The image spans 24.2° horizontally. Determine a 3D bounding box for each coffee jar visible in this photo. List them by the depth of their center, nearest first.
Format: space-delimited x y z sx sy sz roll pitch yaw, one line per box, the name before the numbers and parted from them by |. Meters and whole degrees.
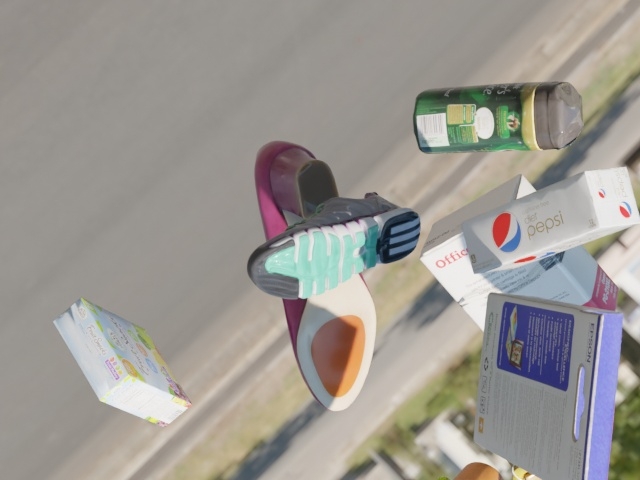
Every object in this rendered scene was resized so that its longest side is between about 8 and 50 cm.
coffee jar | 0.207 -0.142 1.724 0.184 0.079 0.096 0 -171 26

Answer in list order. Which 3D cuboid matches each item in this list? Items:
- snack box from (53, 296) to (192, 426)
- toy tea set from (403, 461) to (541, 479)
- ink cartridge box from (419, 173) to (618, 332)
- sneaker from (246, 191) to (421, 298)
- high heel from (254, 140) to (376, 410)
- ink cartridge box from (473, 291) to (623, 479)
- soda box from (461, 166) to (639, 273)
snack box | -0.319 0.200 2.423 0.070 0.174 0.207 -41 150 8
toy tea set | 0.215 0.385 1.933 0.336 0.200 0.124 -22 -160 42
ink cartridge box | 0.283 0.047 2.124 0.172 0.237 0.100 -31 -160 33
sneaker | 0.000 0.000 1.665 0.224 0.098 0.083 -14 124 -33
high heel | -0.015 0.046 2.102 0.127 0.377 0.181 -10 -165 -21
ink cartridge box | 0.240 0.151 1.536 0.371 0.069 0.175 -174 -91 -82
soda box | 0.264 -0.021 1.731 0.074 0.069 0.216 -7 169 -37
